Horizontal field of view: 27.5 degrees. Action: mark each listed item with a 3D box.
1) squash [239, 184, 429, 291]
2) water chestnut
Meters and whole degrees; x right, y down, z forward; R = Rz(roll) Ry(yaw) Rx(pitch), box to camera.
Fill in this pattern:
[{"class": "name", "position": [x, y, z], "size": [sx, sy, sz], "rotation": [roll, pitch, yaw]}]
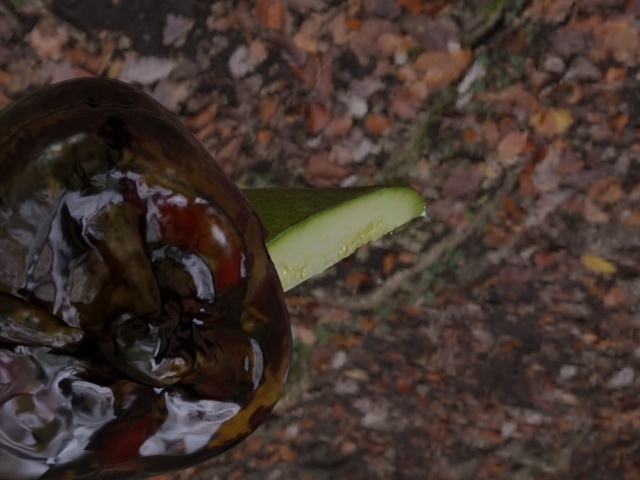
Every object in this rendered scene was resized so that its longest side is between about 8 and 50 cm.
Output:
[{"class": "squash", "position": [0.000, 0.000, 1.257], "size": [0.252, 0.169, 0.093], "rotation": [-1, 134, -8]}, {"class": "water chestnut", "position": [-0.155, 0.043, 0.843], "size": [0.289, 0.244, 0.289], "rotation": [1, 129, 1]}]
